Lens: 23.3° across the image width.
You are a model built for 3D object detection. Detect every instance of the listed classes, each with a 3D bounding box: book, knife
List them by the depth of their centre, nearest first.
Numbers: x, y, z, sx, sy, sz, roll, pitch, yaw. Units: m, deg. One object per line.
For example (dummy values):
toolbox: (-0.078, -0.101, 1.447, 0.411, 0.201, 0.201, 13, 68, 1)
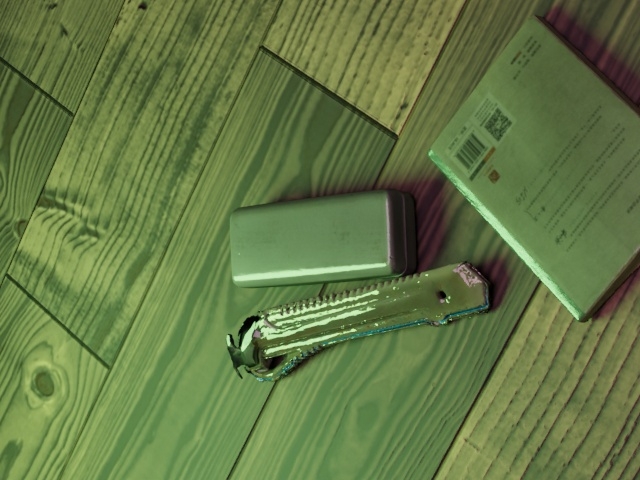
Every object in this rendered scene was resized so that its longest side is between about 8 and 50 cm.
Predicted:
book: (0.257, -0.081, 1.668, 0.215, 0.025, 0.282, -52, 59, 24)
knife: (0.043, 0.092, 1.813, 0.365, 0.043, 0.089, -18, 109, 33)

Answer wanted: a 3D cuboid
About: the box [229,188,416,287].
box: (0.000, 0.000, 1.839, 0.244, 0.055, 0.103, -6, 84, 37)
